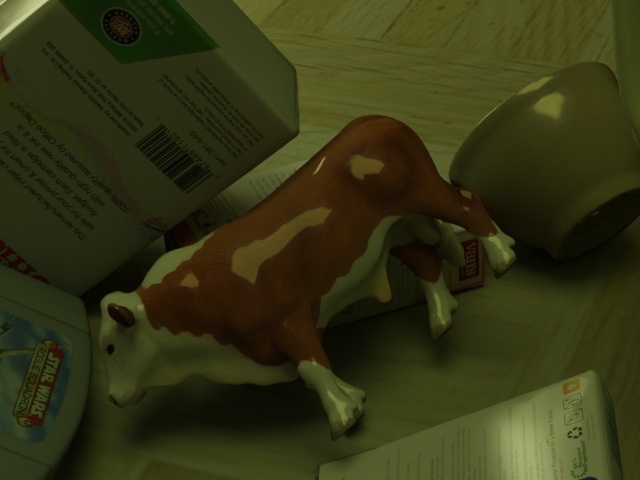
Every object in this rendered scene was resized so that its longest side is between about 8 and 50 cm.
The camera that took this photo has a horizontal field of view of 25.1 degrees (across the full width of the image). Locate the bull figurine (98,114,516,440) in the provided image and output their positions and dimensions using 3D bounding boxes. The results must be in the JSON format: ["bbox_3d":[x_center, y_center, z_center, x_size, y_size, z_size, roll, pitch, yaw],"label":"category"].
[{"bbox_3d":[-0.010,0.035,1.039,0.188,0.101,0.310,45,70,7],"label":"bull figurine"}]

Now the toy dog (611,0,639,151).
[{"bbox_3d":[0.398,-0.071,1.035,0.285,0.395,0.408,3,10,25],"label":"toy dog"}]

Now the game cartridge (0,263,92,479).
[{"bbox_3d":[-0.261,0.093,1.000,0.198,0.062,0.297,20,24,-10],"label":"game cartridge"}]

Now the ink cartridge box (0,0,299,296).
[{"bbox_3d":[-0.185,-0.097,1.127,0.278,0.201,0.117,-35,28,19],"label":"ink cartridge box"}]

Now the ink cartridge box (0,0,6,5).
[{"bbox_3d":[-0.306,-0.139,1.339,0.219,0.160,0.092,3,36,12],"label":"ink cartridge box"}]

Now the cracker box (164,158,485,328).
[{"bbox_3d":[0.000,0.000,1.183,0.232,0.067,0.155,-15,36,-14],"label":"cracker box"}]

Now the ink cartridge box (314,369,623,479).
[{"bbox_3d":[0.089,0.188,0.890,0.208,0.045,0.206,-21,29,18],"label":"ink cartridge box"}]

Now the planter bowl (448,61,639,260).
[{"bbox_3d":[0.202,-0.052,1.179,0.162,0.162,0.109,-21,64,-23],"label":"planter bowl"}]
